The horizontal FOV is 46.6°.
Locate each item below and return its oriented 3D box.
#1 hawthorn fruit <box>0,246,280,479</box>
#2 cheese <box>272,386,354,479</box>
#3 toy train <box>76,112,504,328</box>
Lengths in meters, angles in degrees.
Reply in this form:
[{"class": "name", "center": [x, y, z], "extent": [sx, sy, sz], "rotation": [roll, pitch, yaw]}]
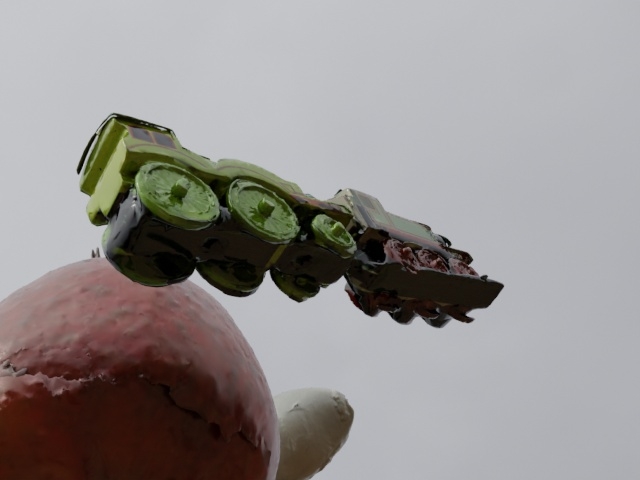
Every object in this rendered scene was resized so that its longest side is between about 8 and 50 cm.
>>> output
[{"class": "hawthorn fruit", "center": [-0.176, 0.124, 0.617], "extent": [0.276, 0.307, 0.276], "rotation": [-6, -46, -6]}, {"class": "cheese", "center": [-0.055, 0.353, 1.337], "extent": [0.198, 0.189, 0.154], "rotation": [-33, -80, 40]}, {"class": "toy train", "center": [0.000, 0.000, 0.397], "extent": [0.250, 0.085, 0.053], "rotation": [14, -55, -40]}]
